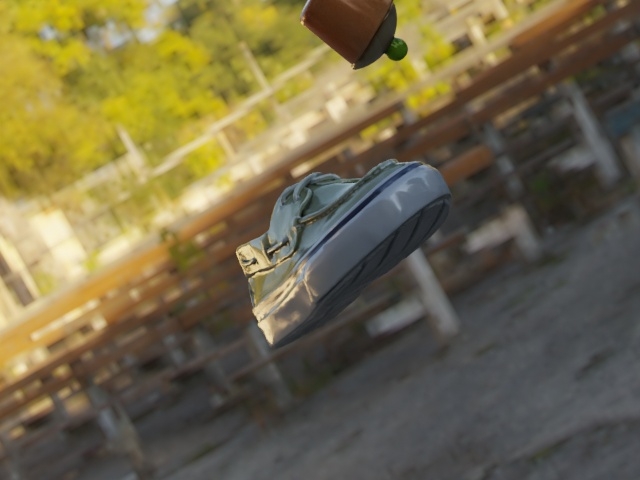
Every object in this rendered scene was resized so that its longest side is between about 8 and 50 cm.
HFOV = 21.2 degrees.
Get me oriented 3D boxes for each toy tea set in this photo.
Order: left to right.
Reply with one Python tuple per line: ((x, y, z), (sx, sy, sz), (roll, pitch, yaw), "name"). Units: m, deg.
((0.114, -0.283, 1.375), (0.336, 0.124, 0.200), (-57, 7, 27), "toy tea set")

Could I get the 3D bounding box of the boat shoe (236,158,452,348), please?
((0.000, 0.000, 1.283), (0.109, 0.094, 0.302), (-30, -7, -29), "boat shoe")
